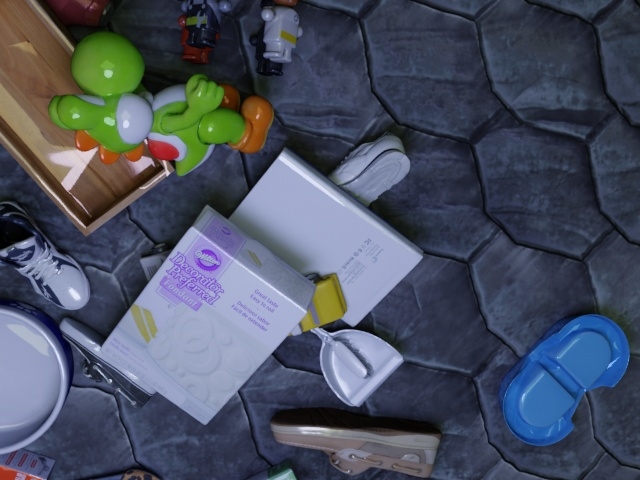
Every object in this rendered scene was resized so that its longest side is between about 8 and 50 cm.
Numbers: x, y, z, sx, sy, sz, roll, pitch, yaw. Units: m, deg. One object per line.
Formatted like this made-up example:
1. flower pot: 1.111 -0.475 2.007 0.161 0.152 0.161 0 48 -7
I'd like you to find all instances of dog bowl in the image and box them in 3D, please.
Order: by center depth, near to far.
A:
1. dog bowl: -0.582 0.240 1.424 0.264 0.104 0.265 -1 97 -8
2. dog bowl: 0.479 0.272 1.600 0.166 0.074 0.297 44 88 -11

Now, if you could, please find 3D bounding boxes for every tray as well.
1. tray: -0.457 -0.228 1.363 0.203 0.076 0.411 -36 110 6

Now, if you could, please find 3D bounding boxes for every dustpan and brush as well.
1. dustpan and brush: 0.036 0.206 1.528 0.211 0.060 0.147 45 103 10

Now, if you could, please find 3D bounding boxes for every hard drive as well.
1. hard drive: 0.000 0.000 1.471 0.318 0.040 0.210 36 118 -11

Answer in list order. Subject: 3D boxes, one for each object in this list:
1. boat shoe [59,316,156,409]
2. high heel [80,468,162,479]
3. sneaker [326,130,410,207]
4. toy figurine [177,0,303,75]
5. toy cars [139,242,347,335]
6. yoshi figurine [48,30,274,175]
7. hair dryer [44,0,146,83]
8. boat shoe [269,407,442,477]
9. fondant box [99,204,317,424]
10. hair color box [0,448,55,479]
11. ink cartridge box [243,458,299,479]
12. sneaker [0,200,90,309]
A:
1. boat shoe: -0.400 0.229 1.463 0.219 0.078 0.070 42 88 -12
2. high heel: -0.373 0.567 1.495 0.186 0.093 0.261 -9 89 -1
3. sneaker: 0.058 -0.113 1.493 0.235 0.095 0.090 -31 134 14
4. toy figurine: -0.136 -0.381 1.365 0.213 0.209 0.148 7 90 -10
5. toy cars: -0.144 0.090 1.452 0.393 0.087 0.176 23 105 -4
6. yoshi figurine: -0.259 -0.243 1.300 0.362 0.203 0.203 -3 62 -43
7. hair dryer: -0.459 -0.363 1.384 0.223 0.080 0.294 -24 99 -4
8. boat shoe: 0.066 0.398 1.529 0.341 0.121 0.110 9 94 -11
9. fondant box: -0.199 0.137 1.388 0.238 0.096 0.330 37 117 -7
10. hair color box: -0.579 0.413 1.450 0.167 0.093 0.053 21 94 -10
11. ink cartridge box: -0.123 0.541 1.525 0.212 0.093 0.154 -25 91 -6
12. sneaker: -0.500 0.036 1.387 0.094 0.153 0.235 -31 100 -2
